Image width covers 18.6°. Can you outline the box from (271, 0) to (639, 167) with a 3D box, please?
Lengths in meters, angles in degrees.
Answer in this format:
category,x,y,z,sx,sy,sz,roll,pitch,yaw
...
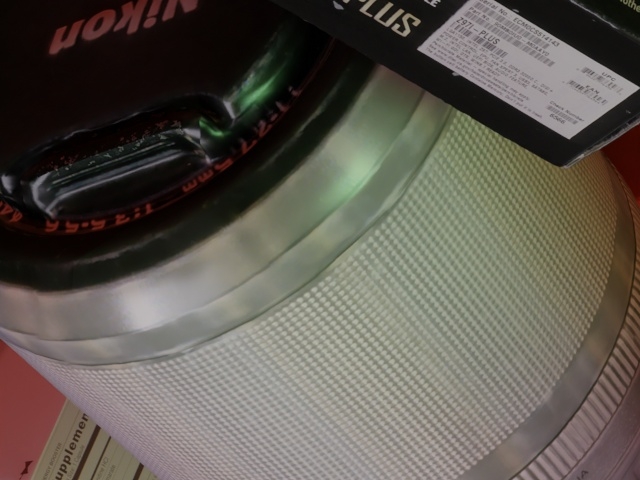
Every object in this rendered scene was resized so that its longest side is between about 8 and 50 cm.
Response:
category,x,y,z,sx,sy,sz,roll,pitch,yaw
box,0.037,-0.132,0.565,0.180,0.147,0.077,29,152,-12

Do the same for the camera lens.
category,x,y,z,sx,sy,sz,roll,pitch,yaw
camera lens,0.000,0.000,0.753,0.219,0.219,0.274,1,146,36

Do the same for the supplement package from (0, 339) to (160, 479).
category,x,y,z,sx,sy,sz,roll,pitch,yaw
supplement package,-0.094,0.158,1.209,0.244,0.133,0.139,37,150,-27
